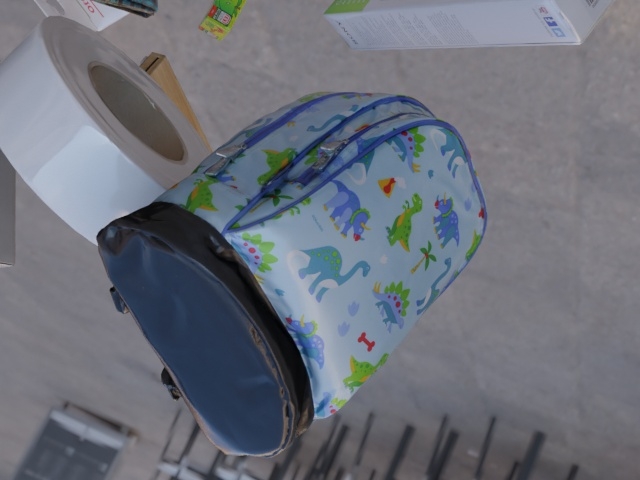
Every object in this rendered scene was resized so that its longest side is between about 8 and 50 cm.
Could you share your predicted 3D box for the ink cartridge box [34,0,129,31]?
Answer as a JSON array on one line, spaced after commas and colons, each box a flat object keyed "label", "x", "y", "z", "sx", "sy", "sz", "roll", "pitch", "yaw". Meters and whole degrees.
[{"label": "ink cartridge box", "x": -0.386, "y": -0.539, "z": 2.142, "sx": 0.119, "sy": 0.353, "sz": 0.207, "roll": -14, "pitch": 120, "yaw": 46}]

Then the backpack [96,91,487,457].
[{"label": "backpack", "x": 0.000, "y": 0.000, "z": 1.158, "sx": 0.273, "sy": 0.355, "sz": 0.290, "roll": -6, "pitch": 120, "yaw": 35}]

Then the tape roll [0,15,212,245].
[{"label": "tape roll", "x": -0.232, "y": -0.110, "z": 1.265, "sx": 0.286, "sy": 0.100, "sz": 0.286, "roll": 45, "pitch": -165, "yaw": -15}]

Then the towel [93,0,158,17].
[{"label": "towel", "x": -0.343, "y": -0.422, "z": 1.303, "sx": 0.370, "sy": 0.272, "sz": 0.040, "roll": 11, "pitch": 160, "yaw": -38}]

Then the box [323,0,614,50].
[{"label": "box", "x": 0.168, "y": -0.269, "z": 1.027, "sx": 0.058, "sy": 0.232, "sz": 0.322, "roll": 48, "pitch": 162, "yaw": -29}]

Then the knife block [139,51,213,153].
[{"label": "knife block", "x": -0.208, "y": -0.121, "z": 1.669, "sx": 0.242, "sy": 0.088, "sz": 0.275, "roll": 39, "pitch": 153, "yaw": -8}]

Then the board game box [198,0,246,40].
[{"label": "board game box", "x": -0.126, "y": -0.407, "z": 1.798, "sx": 0.043, "sy": 0.181, "sz": 0.092, "roll": 29, "pitch": 174, "yaw": -12}]

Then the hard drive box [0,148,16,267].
[{"label": "hard drive box", "x": -0.514, "y": -0.075, "z": 1.577, "sx": 0.181, "sy": 0.232, "sz": 0.089, "roll": -7, "pitch": 170, "yaw": 25}]
